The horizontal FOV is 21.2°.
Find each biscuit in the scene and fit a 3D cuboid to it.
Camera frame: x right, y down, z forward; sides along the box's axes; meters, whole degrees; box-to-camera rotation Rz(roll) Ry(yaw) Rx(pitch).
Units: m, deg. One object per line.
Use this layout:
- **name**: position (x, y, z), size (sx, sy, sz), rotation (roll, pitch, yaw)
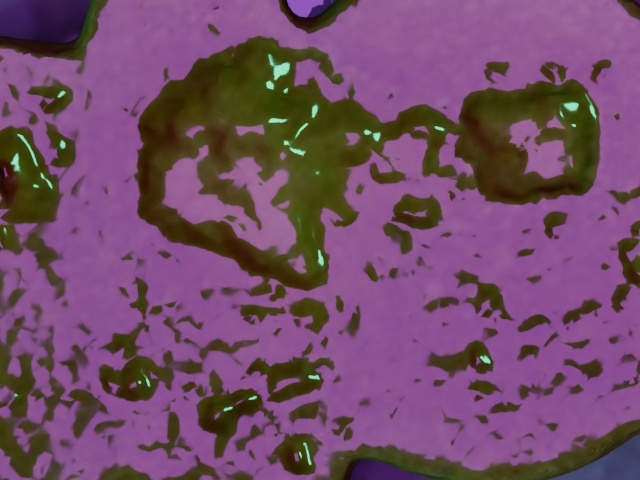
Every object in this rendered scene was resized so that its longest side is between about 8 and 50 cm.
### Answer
- **biscuit**: position (0.000, 0.000, 0.460), size (0.248, 0.035, 0.184), rotation (-9, 96, 1)

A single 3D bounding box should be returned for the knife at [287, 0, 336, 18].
- **knife**: position (0.003, -0.177, 0.463), size (0.080, 0.044, 0.331), rotation (9, 94, -9)
